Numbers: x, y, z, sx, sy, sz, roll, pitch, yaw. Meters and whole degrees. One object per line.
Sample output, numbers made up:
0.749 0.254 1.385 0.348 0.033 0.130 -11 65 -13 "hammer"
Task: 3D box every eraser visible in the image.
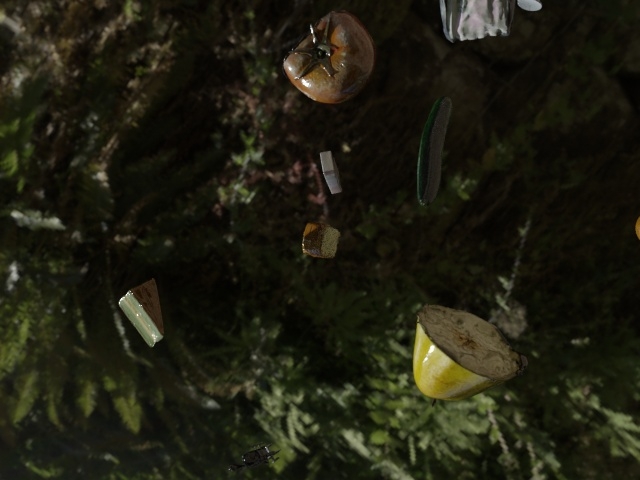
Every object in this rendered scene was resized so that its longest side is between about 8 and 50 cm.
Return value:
0.024 -0.153 1.871 0.105 0.026 0.065 63 -162 -64 "eraser"

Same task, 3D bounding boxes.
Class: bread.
-0.002 0.000 1.989 0.070 0.083 0.077 7 173 34 "bread"
-0.401 0.173 1.986 0.139 0.074 0.084 52 -144 7 "bread"

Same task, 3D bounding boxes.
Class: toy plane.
-0.168 0.598 2.307 0.053 0.078 0.197 57 -156 19 "toy plane"

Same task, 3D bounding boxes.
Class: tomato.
0.041 -0.405 1.928 0.155 0.214 0.181 50 -160 23 "tomato"

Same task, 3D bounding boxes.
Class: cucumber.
0.229 -0.183 1.698 0.056 0.056 0.284 30 -122 -25 "cucumber"

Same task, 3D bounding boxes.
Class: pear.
0.283 0.265 1.789 0.267 0.178 0.267 23 -153 -13 "pear"

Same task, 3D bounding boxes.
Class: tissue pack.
0.211 -0.496 1.200 0.259 0.122 0.361 64 -156 -50 "tissue pack"

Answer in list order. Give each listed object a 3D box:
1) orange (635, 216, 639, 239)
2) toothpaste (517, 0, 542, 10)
0.736 -0.026 1.845 0.085 0.085 0.085 34 -163 -12 "orange"
0.467 -0.602 1.754 0.057 0.234 0.089 14 172 5 "toothpaste"
